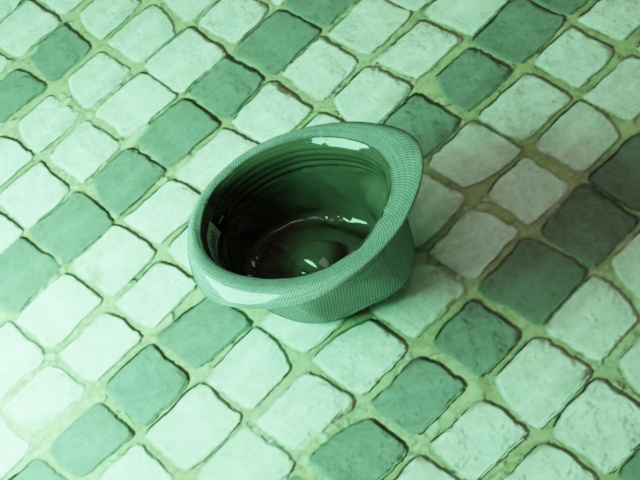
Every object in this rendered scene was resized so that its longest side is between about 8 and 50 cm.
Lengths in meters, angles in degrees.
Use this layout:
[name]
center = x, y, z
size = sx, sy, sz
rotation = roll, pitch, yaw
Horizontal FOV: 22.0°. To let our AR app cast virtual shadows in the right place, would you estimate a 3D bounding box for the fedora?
[fedora]
center = 0.000, 0.000, 1.683
size = 0.275, 0.124, 0.244
rotation = -5, 49, 29
